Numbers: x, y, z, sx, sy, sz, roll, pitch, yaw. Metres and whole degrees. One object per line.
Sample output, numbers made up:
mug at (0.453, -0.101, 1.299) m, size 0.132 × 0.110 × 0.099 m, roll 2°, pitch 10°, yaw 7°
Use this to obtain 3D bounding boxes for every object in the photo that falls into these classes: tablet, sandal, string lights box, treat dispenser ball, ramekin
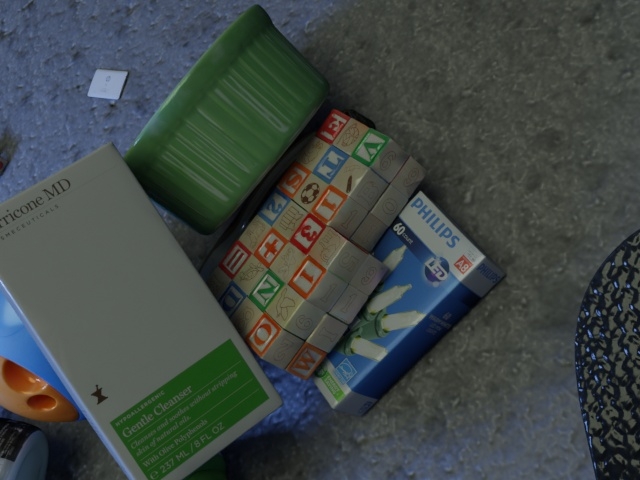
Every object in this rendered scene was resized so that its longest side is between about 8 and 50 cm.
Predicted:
tablet at (-0.382, -0.281, 1.490) m, size 0.083 × 0.006 × 0.054 m, roll 12°, pitch 80°, yaw 33°
sandal at (0.351, 0.199, 0.844) m, size 0.167 × 0.107 × 0.446 m, roll 0°, pitch 87°, yaw 30°
string lights box at (0.088, 0.081, 1.042) m, size 0.260 × 0.076 × 0.133 m, roll -47°, pitch 54°, yaw 10°
treat dispenser ball at (-0.360, 0.111, 1.174) m, size 0.288 × 0.288 × 0.288 m, roll -10°, pitch 69°, yaw 28°
ramekin at (-0.124, -0.151, 1.120) m, size 0.148 × 0.303 × 0.303 m, roll 39°, pitch 98°, yaw -8°

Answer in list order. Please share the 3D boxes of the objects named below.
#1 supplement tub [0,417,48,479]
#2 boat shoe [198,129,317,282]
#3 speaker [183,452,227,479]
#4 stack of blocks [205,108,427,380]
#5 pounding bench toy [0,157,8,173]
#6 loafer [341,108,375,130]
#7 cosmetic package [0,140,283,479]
supplement tub at (-0.592, 0.342, 1.210) m, size 0.337 × 0.207 × 0.207 m, roll 10°, pitch 77°, yaw 1°
boat shoe at (-0.067, -0.021, 1.154) m, size 0.092 × 0.103 × 0.285 m, roll 38°, pitch 106°, yaw 4°
speaker at (-0.155, 0.403, 1.051) m, size 0.131 × 0.131 × 0.297 m, roll -30°, pitch 61°, yaw 20°
stack of blocks at (0.000, 0.000, 1.034) m, size 0.297 × 0.087 × 0.171 m, roll -54°, pitch 42°, yaw 1°
pounding bench toy at (-0.644, -0.133, 1.570) m, size 0.065 × 0.052 × 0.083 m, roll 34°, pitch 93°, yaw 34°
loafer at (0.024, -0.100, 1.151) m, size 0.062 × 0.061 × 0.170 m, roll 8°, pitch 79°, yaw 32°
cosmetic package at (-0.234, 0.095, 0.986) m, size 0.197 × 0.155 × 0.366 m, roll -36°, pitch 95°, yaw -20°
